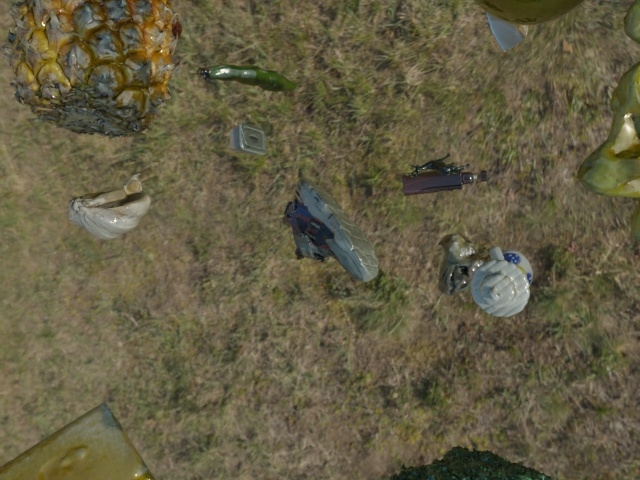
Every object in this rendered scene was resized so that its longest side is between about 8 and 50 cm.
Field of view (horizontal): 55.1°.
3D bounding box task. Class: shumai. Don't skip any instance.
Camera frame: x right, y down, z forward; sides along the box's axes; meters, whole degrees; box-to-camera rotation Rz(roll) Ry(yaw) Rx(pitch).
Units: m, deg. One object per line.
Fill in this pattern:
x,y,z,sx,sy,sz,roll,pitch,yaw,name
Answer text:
0.441,0.067,1.971,0.206,0.166,0.175,-34,102,29,shumai

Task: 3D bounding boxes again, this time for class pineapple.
-0.450,-0.370,1.230,0.353,0.352,0.299,1,81,22,pineapple

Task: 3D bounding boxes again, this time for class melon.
0.455,-0.561,1.456,0.140,0.093,0.202,13,104,-24,melon

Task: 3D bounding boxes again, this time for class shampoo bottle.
0.355,-0.170,1.760,0.237,0.068,0.067,-6,109,11,shampoo bottle

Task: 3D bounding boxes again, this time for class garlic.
-0.293,-0.039,0.855,0.113,0.094,0.074,-16,102,24,garlic

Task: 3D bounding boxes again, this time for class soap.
-0.369,0.419,0.889,0.259,0.281,0.143,46,153,21,soap

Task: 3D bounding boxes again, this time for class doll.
0.396,0.081,1.307,0.119,0.293,0.138,-29,85,27,doll

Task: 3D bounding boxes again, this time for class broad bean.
-0.157,-0.390,1.462,0.060,0.298,0.043,-36,67,40,broad bean

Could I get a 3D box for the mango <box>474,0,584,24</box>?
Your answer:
0.144,-0.248,0.450,0.098,0.195,0.137,-10,147,-6,mango

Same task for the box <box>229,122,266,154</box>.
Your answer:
-0.235,-0.320,1.964,0.062,0.122,0.089,-8,82,35,box

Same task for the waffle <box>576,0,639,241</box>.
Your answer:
0.275,-0.080,0.347,0.244,0.059,0.237,27,95,-8,waffle

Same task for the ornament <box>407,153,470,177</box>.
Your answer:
0.237,-0.148,1.269,0.073,0.125,0.028,44,142,52,ornament

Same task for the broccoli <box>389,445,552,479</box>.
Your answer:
0.123,0.315,0.511,0.270,0.270,0.270,46,113,0,broccoli

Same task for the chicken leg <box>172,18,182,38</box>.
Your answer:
-0.446,-0.626,1.780,0.090,0.219,0.048,12,73,9,chicken leg

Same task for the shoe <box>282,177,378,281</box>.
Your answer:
0.000,0.000,1.081,0.125,0.099,0.227,-42,64,14,shoe
